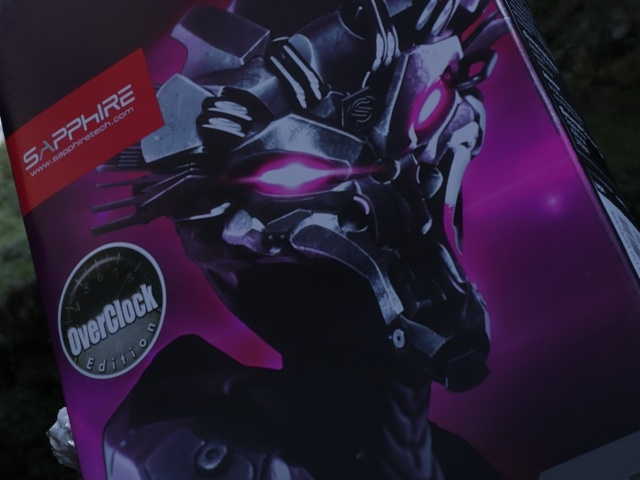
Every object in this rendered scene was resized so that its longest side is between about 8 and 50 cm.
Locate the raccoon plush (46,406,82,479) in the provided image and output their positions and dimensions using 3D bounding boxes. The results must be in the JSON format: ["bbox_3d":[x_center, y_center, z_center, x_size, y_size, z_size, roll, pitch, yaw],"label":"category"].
[{"bbox_3d":[-0.092,0.351,1.031,0.446,0.299,0.216,18,-64,4],"label":"raccoon plush"}]

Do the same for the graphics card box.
[{"bbox_3d":[0.000,0.000,0.470,0.233,0.371,0.094,-27,-25,18],"label":"graphics card box"}]
